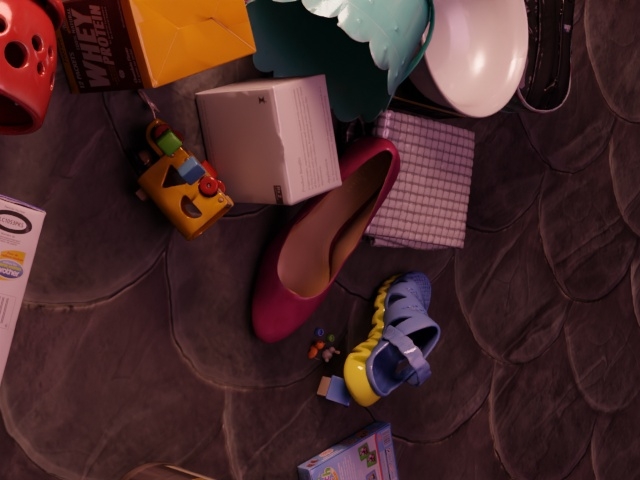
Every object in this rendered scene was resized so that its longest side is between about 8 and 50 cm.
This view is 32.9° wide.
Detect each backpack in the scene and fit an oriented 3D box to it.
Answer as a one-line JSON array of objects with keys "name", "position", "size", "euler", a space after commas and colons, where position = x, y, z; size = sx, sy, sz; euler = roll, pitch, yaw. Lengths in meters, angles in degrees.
[{"name": "backpack", "position": [0.391, -0.372, 2.112], "size": [0.225, 0.191, 0.253], "euler": [-7, 95, -47]}]

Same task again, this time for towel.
[{"name": "towel", "position": [0.148, -0.104, 1.947], "size": [0.284, 0.121, 0.235], "euler": [5, 94, -43]}]

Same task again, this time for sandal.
[{"name": "sandal", "position": [0.156, 0.169, 1.927], "size": [0.126, 0.138, 0.317], "euler": [59, 34, -28]}]

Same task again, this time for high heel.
[{"name": "high heel", "position": [0.000, 0.000, 1.718], "size": [0.127, 0.181, 0.377], "euler": [26, 89, -8]}]

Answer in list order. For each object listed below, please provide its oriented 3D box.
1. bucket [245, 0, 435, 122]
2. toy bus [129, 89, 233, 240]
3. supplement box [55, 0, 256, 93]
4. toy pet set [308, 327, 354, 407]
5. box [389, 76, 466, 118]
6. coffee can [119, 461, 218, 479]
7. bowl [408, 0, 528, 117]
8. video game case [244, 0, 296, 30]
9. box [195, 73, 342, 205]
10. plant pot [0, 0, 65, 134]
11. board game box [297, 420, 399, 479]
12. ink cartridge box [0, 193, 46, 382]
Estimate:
[{"name": "bucket", "position": [0.032, -0.336, 1.663], "size": [0.281, 0.281, 0.183], "euler": [46, 64, -37]}, {"name": "toy bus", "position": [-0.220, -0.093, 1.586], "size": [0.104, 0.202, 0.191], "euler": [-41, 133, 1]}, {"name": "supplement box", "position": [-0.234, -0.293, 1.499], "size": [0.191, 0.194, 0.129], "euler": [-28, 112, -40]}, {"name": "toy pet set", "position": [0.037, 0.228, 1.896], "size": [0.122, 0.065, 0.114], "euler": [31, 72, -41]}, {"name": "box", "position": [0.154, -0.372, 1.961], "size": [0.322, 0.079, 0.257], "euler": [8, 86, -45]}, {"name": "coffee can", "position": [-0.167, 0.445, 1.563], "size": [0.201, 0.275, 0.201], "euler": [-4, 95, -45]}, {"name": "bowl", "position": [0.224, -0.360, 1.883], "size": [0.298, 0.134, 0.297], "euler": [-4, 96, -44]}, {"name": "video game case", "position": [-0.124, -0.450, 1.693], "size": [0.232, 0.042, 0.210], "euler": [1, 98, -45]}, {"name": "box", "position": [-0.080, -0.156, 1.671], "size": [0.119, 0.182, 0.181], "euler": [-22, 109, -43]}, {"name": "plant pot", "position": [-0.413, -0.242, 1.335], "size": [0.191, 0.191, 0.174], "euler": [30, 66, -42]}, {"name": "board game box", "position": [0.056, 0.439, 1.949], "size": [0.211, 0.039, 0.160], "euler": [-21, 107, -42]}, {"name": "ink cartridge box", "position": [-0.503, 0.054, 1.290], "size": [0.270, 0.151, 0.395], "euler": [21, 80, -44]}]
